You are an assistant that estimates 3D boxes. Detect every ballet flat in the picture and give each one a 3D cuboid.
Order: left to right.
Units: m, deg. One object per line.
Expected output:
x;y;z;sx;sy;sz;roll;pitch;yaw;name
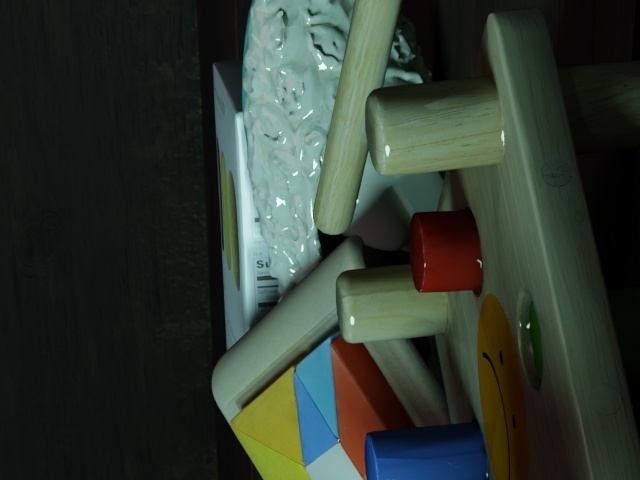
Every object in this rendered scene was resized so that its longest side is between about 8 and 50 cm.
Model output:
0.042;0.016;1.208;0.147;0.147;0.409;-113;17;-65;ballet flat

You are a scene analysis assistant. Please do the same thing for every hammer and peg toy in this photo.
0.082;0.024;0.834;0.266;0.127;0.361;98;165;-64;hammer and peg toy

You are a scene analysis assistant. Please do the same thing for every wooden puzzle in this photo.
0.022;0.142;1.133;0.239;0.044;0.221;62;147;11;wooden puzzle

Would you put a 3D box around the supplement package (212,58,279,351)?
0.000;0.000;1.347;0.139;0.133;0.244;-117;24;-68;supplement package
